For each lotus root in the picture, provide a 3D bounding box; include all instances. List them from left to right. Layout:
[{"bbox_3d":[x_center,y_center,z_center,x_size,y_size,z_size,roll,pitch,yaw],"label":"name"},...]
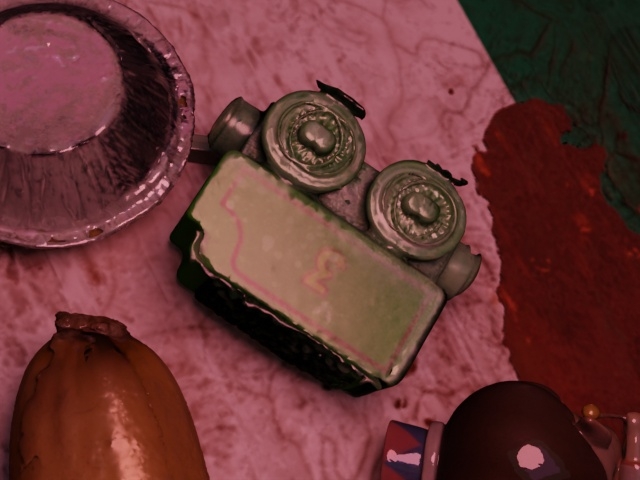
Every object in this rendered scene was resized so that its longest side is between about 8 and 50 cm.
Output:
[{"bbox_3d":[-0.147,0.198,1.013,0.146,0.131,0.303,-13,72,4],"label":"lotus root"}]

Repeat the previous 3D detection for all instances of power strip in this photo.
[{"bbox_3d":[-0.114,-0.078,1.183,0.083,0.027,0.017,8,66,-12],"label":"power strip"}]

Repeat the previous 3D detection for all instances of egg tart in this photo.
[{"bbox_3d":[-0.214,-0.106,1.119,0.234,0.094,0.234,2,67,-6],"label":"egg tart"}]

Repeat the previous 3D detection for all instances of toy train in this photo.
[{"bbox_3d":[0.000,0.000,1.129,0.243,0.132,0.188,35,72,-6],"label":"toy train"}]

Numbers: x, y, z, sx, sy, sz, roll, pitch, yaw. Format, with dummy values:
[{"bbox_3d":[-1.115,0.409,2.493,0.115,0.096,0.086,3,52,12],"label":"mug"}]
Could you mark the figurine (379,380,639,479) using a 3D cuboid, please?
[{"bbox_3d":[0.182,0.185,1.109,0.275,0.161,0.158,15,26,-13],"label":"figurine"}]
